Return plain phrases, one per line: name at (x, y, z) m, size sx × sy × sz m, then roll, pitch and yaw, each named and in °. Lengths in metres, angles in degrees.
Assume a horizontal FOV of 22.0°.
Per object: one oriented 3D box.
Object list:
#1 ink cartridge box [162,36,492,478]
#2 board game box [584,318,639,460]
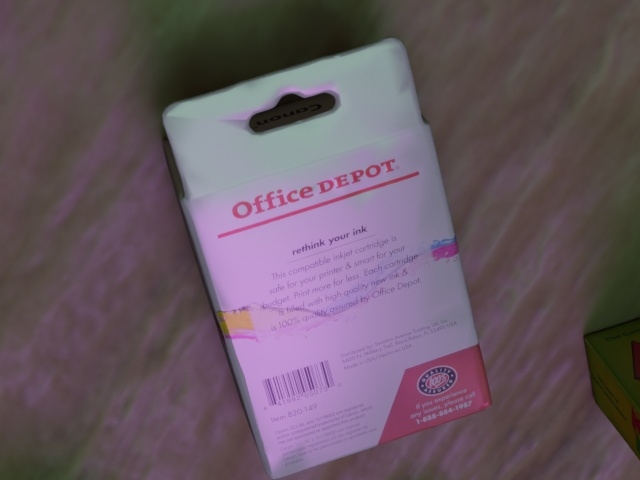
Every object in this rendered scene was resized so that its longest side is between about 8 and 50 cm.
ink cartridge box at (0.000, 0.000, 0.758) m, size 0.115 × 0.067 × 0.198 m, roll -17°, pitch 119°, yaw -5°
board game box at (0.203, 0.091, 0.784) m, size 0.092 × 0.181 × 0.043 m, roll -18°, pitch 118°, yaw -5°
